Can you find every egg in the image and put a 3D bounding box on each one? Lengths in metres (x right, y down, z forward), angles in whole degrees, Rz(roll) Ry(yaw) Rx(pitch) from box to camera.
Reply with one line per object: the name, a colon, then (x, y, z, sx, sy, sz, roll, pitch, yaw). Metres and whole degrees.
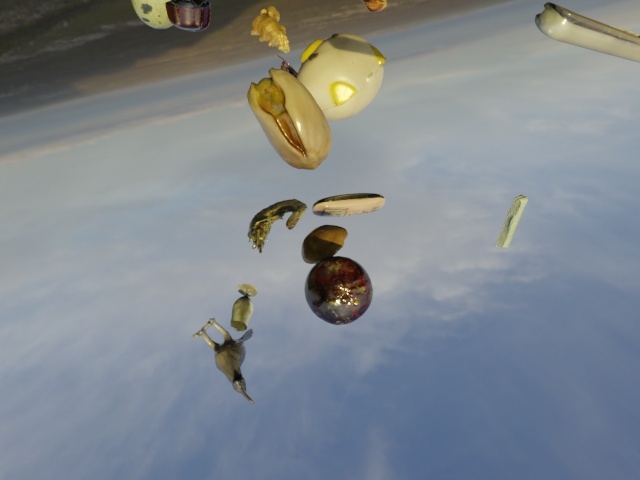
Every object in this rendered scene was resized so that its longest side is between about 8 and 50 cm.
egg: (-0.626, -0.913, 1.821, 0.176, 0.177, 0.228, -11, 158, 6)

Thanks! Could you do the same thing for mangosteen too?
mangosteen: (0.055, 0.179, 1.646, 0.231, 0.232, 0.289, -18, 164, -12)

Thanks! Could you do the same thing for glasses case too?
glasses case: (0.118, -0.148, 2.024, 0.313, 0.075, 0.122, -6, 162, -13)

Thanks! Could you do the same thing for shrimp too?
shrimp: (-0.173, -0.066, 1.850, 0.246, 0.085, 0.360, -15, -152, 22)

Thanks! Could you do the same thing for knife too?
knife: (0.447, -0.333, 0.773, 0.265, 0.041, 0.073, 1, -130, -27)

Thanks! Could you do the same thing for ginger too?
ginger: (-0.189, -0.774, 1.775, 0.115, 0.206, 0.081, -12, 157, -23)

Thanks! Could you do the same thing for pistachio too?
pistachio: (-0.074, -0.325, 1.310, 0.166, 0.288, 0.197, -25, -165, 14)

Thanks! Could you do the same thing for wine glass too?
wine glass: (-0.360, 0.309, 2.238, 0.103, 0.103, 0.222, -8, -139, 14)

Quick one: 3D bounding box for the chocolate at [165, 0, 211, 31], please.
chocolate: (-0.376, -0.633, 1.361, 0.124, 0.080, 0.149, 0, -155, 5)

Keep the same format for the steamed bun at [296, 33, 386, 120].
steamed bun: (0.077, -0.651, 1.934, 0.333, 0.334, 0.374, 10, -123, 49)

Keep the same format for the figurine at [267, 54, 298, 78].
figurine: (-0.204, -0.707, 2.230, 0.226, 0.160, 0.183, -44, -146, 8)

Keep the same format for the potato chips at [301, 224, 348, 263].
potato chips: (0.000, 0.000, 1.792, 0.195, 0.062, 0.208, -43, -146, -1)

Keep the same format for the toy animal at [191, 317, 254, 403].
toy animal: (-0.272, 0.309, 1.397, 0.081, 0.206, 0.367, -43, -161, 6)

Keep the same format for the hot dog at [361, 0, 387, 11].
hot dog: (0.123, -0.893, 1.555, 0.117, 0.349, 0.158, -35, 157, 12)

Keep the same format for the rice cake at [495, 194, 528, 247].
rice cake: (0.503, -0.045, 1.272, 0.033, 0.171, 0.029, -19, -134, -28)
